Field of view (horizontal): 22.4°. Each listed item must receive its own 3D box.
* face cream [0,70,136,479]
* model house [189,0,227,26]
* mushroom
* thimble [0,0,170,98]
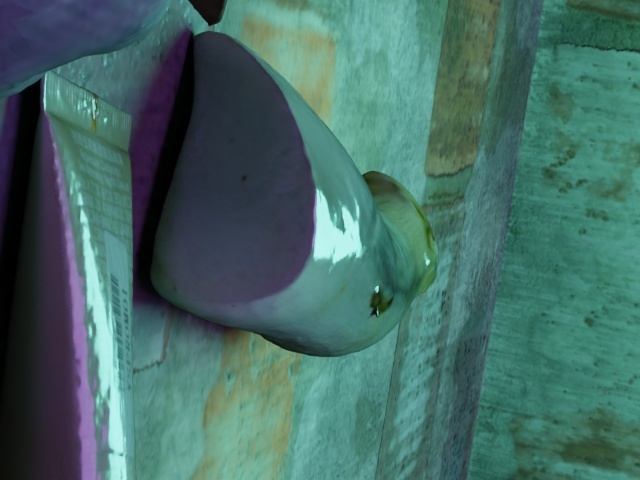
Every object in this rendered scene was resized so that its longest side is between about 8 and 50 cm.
[{"bbox_3d":[-0.131,0.090,0.847,0.137,0.084,0.341,25,67,-76],"label":"face cream"},{"bbox_3d":[-0.077,-0.189,0.638,0.181,0.176,0.248,-76,166,-48],"label":"model house"},{"bbox_3d":[0.000,0.000,1.161,0.397,0.126,0.177,40,53,-69],"label":"mushroom"},{"bbox_3d":[-0.116,-0.142,0.416,0.172,0.250,0.205,71,0,-61],"label":"thimble"}]
